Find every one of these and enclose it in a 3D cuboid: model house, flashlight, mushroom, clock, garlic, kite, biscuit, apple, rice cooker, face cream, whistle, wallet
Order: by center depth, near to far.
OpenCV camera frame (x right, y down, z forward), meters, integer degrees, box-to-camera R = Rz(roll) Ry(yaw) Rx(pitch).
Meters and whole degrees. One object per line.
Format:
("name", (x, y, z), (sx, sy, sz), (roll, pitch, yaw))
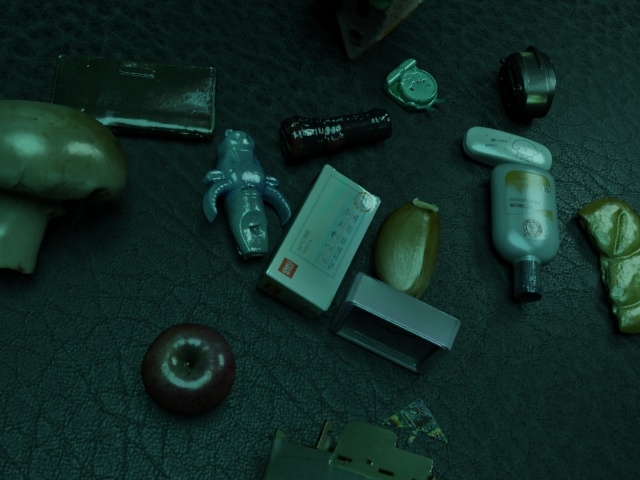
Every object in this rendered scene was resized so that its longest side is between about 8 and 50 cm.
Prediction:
("model house", (0.087, 0.406, 1.053), (0.326, 0.244, 0.169), (8, 55, 30))
("apple", (-0.214, 0.211, 1.144), (0.153, 0.120, 0.153), (5, 58, -9))
("mushroom", (-0.481, -0.089, 1.189), (0.292, 0.292, 0.290), (10, 95, -7))
("clock", (0.126, 0.150, 1.226), (0.197, 0.150, 0.063), (26, 59, 1))
("kite", (0.171, 0.322, 1.234), (0.122, 0.004, 0.090), (22, 62, -1))
("garlic", (0.168, 0.035, 1.317), (0.115, 0.128, 0.207), (31, 60, -44))
("whistle", (-0.147, -0.093, 1.319), (0.180, 0.093, 0.269), (1, 63, -39))
("wallet", (-0.367, -0.283, 1.393), (0.317, 0.044, 0.169), (3, 68, -9))
("face cream", (0.411, -0.019, 1.410), (0.144, 0.071, 0.291), (11, 64, -6))
("flashlight", (0.036, -0.219, 1.424), (0.232, 0.093, 0.093), (-11, 67, -20))
("biscuit", (0.633, 0.046, 1.441), (0.154, 0.045, 0.299), (-4, 66, -15))
("model house", (0.084, -0.535, 1.503), (0.237, 0.237, 0.202), (32, 64, 9))
("clock", (0.214, -0.331, 1.536), (0.135, 0.041, 0.101), (41, 64, 9))
("rice cooker", (0.462, -0.350, 1.558), (0.106, 0.112, 0.165), (-7, 66, -9))

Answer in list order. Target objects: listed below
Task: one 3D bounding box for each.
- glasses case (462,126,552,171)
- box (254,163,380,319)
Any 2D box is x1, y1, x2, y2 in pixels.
("glasses case", (0.401, -0.191, 1.503), (0.197, 0.049, 0.076), (16, 62, -4))
("box", (0.000, 0.000, 1.298), (0.135, 0.079, 0.269), (33, 63, -11))
